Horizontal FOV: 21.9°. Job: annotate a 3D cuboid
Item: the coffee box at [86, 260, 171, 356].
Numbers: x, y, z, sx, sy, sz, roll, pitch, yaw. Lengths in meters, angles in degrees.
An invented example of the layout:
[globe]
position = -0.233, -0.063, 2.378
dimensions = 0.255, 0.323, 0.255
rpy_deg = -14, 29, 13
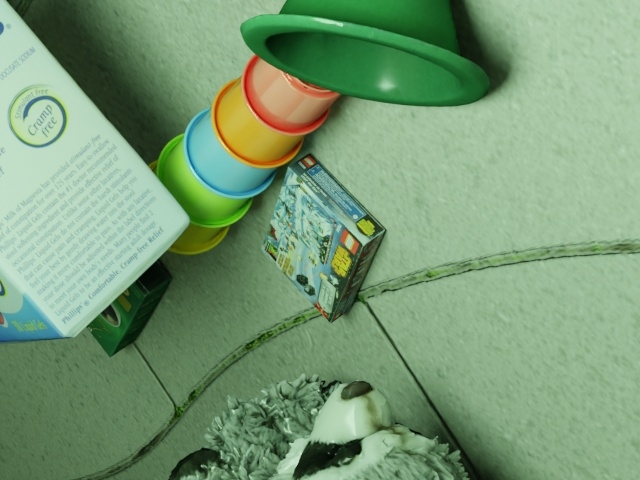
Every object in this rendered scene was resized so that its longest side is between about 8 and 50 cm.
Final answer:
[coffee box]
position = -0.225, 0.043, 1.762
dimensions = 0.113, 0.040, 0.184
rpy_deg = 50, 150, 9

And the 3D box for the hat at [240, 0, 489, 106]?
[hat]
position = 0.045, -0.205, 1.115
dimensions = 0.173, 0.183, 0.208
rpy_deg = 11, 172, 12

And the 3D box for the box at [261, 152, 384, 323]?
[box]
position = 0.000, 0.000, 1.400
dimensions = 0.094, 0.027, 0.137
rpy_deg = 47, 151, 15

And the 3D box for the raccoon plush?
[raccoon plush]
position = 0.056, 0.308, 1.413
dimensions = 0.299, 0.216, 0.446
rpy_deg = 27, 145, 57

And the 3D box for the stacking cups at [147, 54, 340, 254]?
[stacking cups]
position = -0.068, -0.088, 1.344
dimensions = 0.096, 0.096, 0.316
rpy_deg = 52, 149, 4

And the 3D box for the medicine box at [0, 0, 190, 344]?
[medicine box]
position = -0.291, -0.065, 1.395
dimensions = 0.289, 0.149, 0.263
rpy_deg = 50, 158, -13
